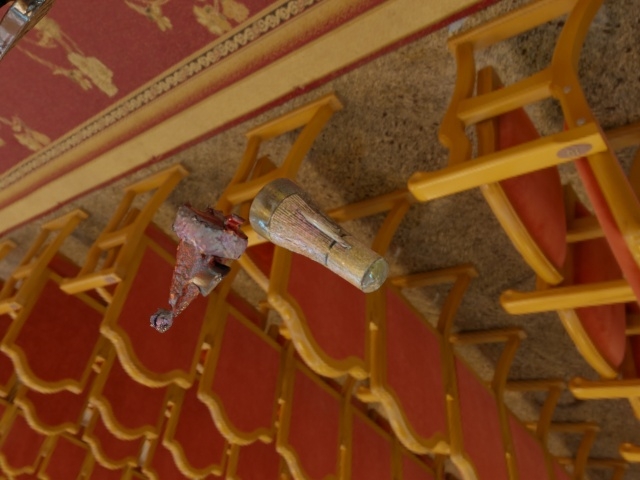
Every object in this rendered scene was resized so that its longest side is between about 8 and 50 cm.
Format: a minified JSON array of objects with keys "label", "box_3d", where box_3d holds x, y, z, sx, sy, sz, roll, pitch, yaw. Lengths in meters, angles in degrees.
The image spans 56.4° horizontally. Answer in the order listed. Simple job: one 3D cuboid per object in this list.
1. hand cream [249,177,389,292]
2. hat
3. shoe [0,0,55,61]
[{"label":"hand cream","box_3d":[0.000,0.000,0.723,0.203,0.084,0.084,36,157,37]},{"label":"hat","box_3d":[-0.200,0.050,0.953,0.140,0.227,0.129,28,-179,43]},{"label":"shoe","box_3d":[-0.258,-0.198,0.494,0.049,0.071,0.179,44,157,-28]}]
